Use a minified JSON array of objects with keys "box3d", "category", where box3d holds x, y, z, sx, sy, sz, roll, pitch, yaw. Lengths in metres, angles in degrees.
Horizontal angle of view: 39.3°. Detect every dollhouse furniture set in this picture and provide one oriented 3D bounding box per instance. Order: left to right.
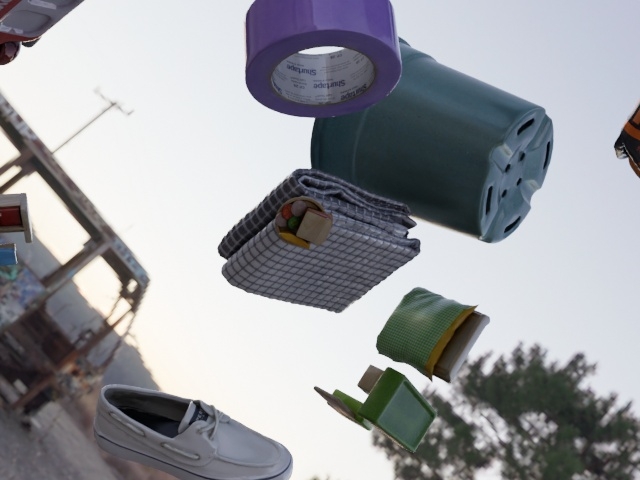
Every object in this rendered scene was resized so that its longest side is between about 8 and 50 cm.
[{"box3d":[-0.494,-0.005,1.226,0.129,0.184,0.129,105,-25,-52],"category":"dollhouse furniture set"},{"box3d":[0.143,0.196,1.627,0.198,0.301,0.151,21,-20,45],"category":"dollhouse furniture set"}]

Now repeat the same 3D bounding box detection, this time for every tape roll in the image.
[{"box3d":[0.001,-0.230,1.086,0.189,0.189,0.080,90,-3,-67],"category":"tape roll"}]

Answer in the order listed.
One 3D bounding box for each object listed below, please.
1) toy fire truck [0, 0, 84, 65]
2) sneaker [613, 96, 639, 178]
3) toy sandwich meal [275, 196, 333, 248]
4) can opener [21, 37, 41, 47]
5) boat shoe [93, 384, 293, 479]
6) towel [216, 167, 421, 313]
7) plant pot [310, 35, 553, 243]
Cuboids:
[{"box3d":[-0.368,-0.235,0.878,0.254,0.302,0.169,0,66,-56],"category":"toy fire truck"},{"box3d":[0.553,-0.165,1.359,0.321,0.180,0.124,6,38,-38],"category":"sneaker"},{"box3d":[-0.025,-0.024,1.311,0.085,0.086,0.029,54,4,-23],"category":"toy sandwich meal"},{"box3d":[-0.510,-0.460,1.609,0.076,0.095,0.283,37,27,-36],"category":"can opener"},{"box3d":[-0.162,0.247,1.155,0.268,0.096,0.088,16,-54,9],"category":"boat shoe"},{"box3d":[0.000,0.000,1.519,0.284,0.235,0.121,15,48,-38],"category":"towel"},{"box3d":[0.217,-0.168,1.631,0.334,0.341,0.341,26,-25,31],"category":"plant pot"}]
